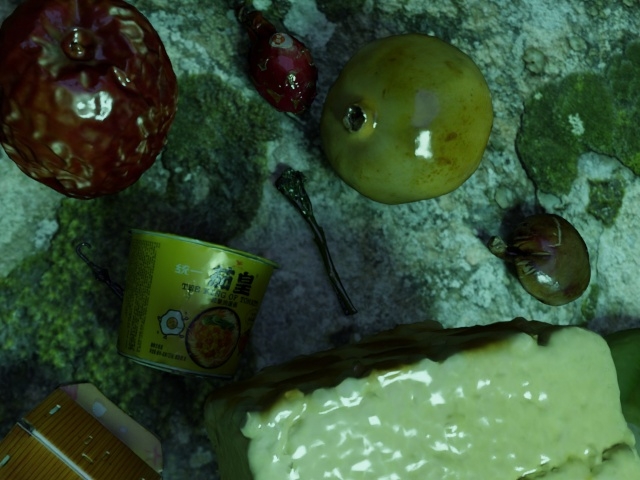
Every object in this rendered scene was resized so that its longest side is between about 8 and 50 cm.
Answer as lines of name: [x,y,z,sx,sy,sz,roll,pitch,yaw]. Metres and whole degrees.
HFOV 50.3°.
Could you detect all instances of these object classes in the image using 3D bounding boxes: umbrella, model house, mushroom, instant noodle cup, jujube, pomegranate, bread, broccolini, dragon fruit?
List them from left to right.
model house: [-0.261,0.277,0.729,0.219,0.136,0.207,43,68,-1]
jujube: [-0.267,-0.162,0.790,0.213,0.232,0.213,5,71,-17]
umbrella: [-0.254,0.064,0.847,0.022,0.022,0.149,-39,93,-24]
instant noodle cup: [-0.152,0.077,0.796,0.182,0.182,0.144,14,83,-11]
dragon fruit: [-0.070,-0.262,0.944,0.094,0.094,0.190,-27,79,-19]
broccolini: [0.000,0.000,0.927,0.044,0.042,0.218,-26,90,-20]
bread: [0.086,0.239,0.702,0.371,0.390,0.279,-13,84,-16]
pomegranate: [0.115,-0.153,0.892,0.233,0.233,0.233,4,75,-14]
mushroom: [0.318,0.022,0.975,0.171,0.080,0.135,13,63,-14]

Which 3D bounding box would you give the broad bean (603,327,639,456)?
broad bean: [0.463,0.231,0.930,0.291,0.119,0.238,-29,73,-24]
